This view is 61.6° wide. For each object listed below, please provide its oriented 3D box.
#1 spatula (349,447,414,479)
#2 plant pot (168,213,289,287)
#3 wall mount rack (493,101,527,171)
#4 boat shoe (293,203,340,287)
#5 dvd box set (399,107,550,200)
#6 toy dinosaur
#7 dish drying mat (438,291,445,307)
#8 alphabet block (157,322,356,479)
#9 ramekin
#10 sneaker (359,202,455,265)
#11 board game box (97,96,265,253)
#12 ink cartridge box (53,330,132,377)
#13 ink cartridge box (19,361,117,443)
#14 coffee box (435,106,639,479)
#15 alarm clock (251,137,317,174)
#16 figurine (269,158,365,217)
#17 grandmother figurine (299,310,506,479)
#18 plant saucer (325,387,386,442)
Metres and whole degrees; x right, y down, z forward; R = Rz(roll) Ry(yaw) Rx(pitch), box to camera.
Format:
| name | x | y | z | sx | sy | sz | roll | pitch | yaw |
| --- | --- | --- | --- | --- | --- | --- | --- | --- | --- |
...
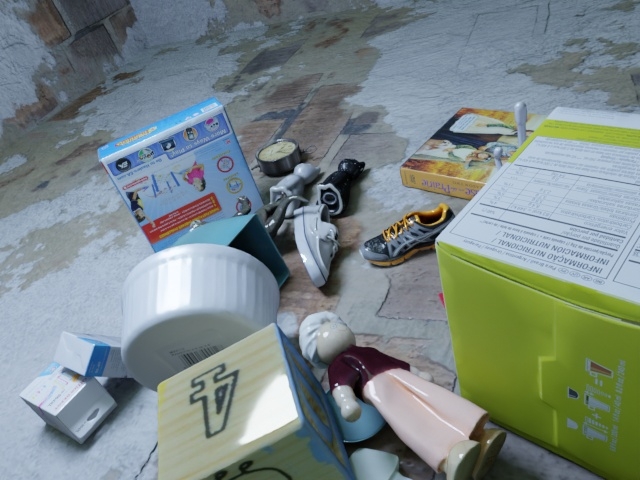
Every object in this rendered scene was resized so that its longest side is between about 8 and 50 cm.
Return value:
| name | x | y | z | sx | sy | sz | roll | pitch | yaw |
| --- | --- | --- | --- | --- | --- | --- | --- | --- | --- |
| spatula | 0.094 | 0.354 | 0.673 | 0.242 | 0.019 | 0.168 | -4 | 32 | 47 |
| plant pot | -0.225 | 0.058 | 1.138 | 0.234 | 0.166 | 0.166 | 0 | 40 | 38 |
| wall mount rack | 0.436 | -0.168 | 0.937 | 0.349 | 0.131 | 0.304 | -15 | -5 | 9 |
| boat shoe | 0.000 | 0.000 | 1.167 | 0.088 | 0.096 | 0.268 | -21 | 27 | 6 |
| dvd box set | 0.438 | -0.194 | 1.235 | 0.420 | 0.062 | 0.307 | 20 | 52 | 41 |
| toy dinosaur | -0.151 | -0.030 | 1.256 | 0.313 | 0.121 | 0.160 | -3 | 46 | 30 |
| dish drying mat | 0.240 | 0.119 | 0.965 | 0.032 | 0.008 | 0.083 | -18 | 36 | 1 |
| alphabet block | -0.091 | 0.271 | 0.748 | 0.197 | 0.192 | 0.193 | -29 | 34 | 2 |
| ramekin | -0.202 | 0.151 | 0.915 | 0.277 | 0.277 | 0.135 | -16 | 44 | 5 |
| sneaker | 0.180 | -0.016 | 1.107 | 0.214 | 0.083 | 0.084 | -20 | 37 | 2 |
| board game box | -0.332 | -0.149 | 1.332 | 0.308 | 0.302 | 0.086 | -27 | 36 | -11 |
| ink cartridge box | -0.397 | 0.222 | 1.032 | 0.104 | 0.180 | 0.060 | 9 | 81 | 34 |
| ink cartridge box | -0.458 | 0.296 | 0.989 | 0.143 | 0.090 | 0.092 | 8 | 44 | 34 |
| coffee box | 0.390 | 0.072 | 0.675 | 0.338 | 0.338 | 0.334 | 20 | 52 | 40 |
| alarm clock | -0.100 | -0.244 | 1.550 | 0.191 | 0.064 | 0.129 | -12 | 36 | 15 |
| figurine | -0.007 | -0.147 | 1.375 | 0.214 | 0.092 | 0.209 | -1 | 32 | 25 |
| grandmother figurine | 0.095 | 0.208 | 0.786 | 0.342 | 0.207 | 0.104 | 31 | 100 | 40 |
| plant saucer | 0.056 | 0.268 | 0.844 | 0.119 | 0.021 | 0.119 | -13 | 36 | 10 |
